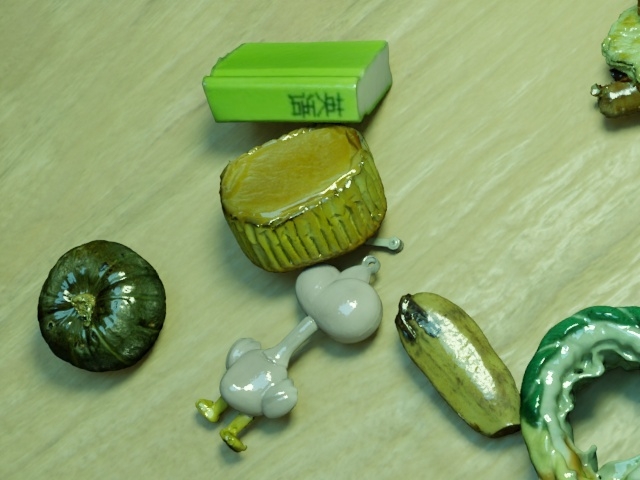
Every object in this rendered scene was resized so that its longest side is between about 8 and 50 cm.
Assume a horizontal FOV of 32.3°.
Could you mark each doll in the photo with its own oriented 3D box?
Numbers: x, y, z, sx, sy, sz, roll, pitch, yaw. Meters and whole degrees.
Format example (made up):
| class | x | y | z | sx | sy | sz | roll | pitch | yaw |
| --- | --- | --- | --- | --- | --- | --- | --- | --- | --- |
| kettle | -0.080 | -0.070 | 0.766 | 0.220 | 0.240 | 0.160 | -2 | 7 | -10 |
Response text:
| class | x | y | z | sx | sy | sz | roll | pitch | yaw |
| --- | --- | --- | --- | --- | --- | --- | --- | --- | --- |
| doll | -0.039 | 0.158 | 1.706 | 0.365 | 0.094 | 0.160 | -44 | 50 | -4 |

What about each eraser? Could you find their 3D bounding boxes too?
| class | x | y | z | sx | sy | sz | roll | pitch | yaw |
| --- | --- | --- | --- | --- | --- | --- | --- | --- | --- |
| eraser | -0.037 | -0.265 | 1.841 | 0.274 | 0.092 | 0.210 | 3 | 28 | 19 |

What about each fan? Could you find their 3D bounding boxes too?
| class | x | y | z | sx | sy | sz | roll | pitch | yaw |
| --- | --- | --- | --- | --- | --- | --- | --- | --- | --- |
| fan | 0.000 | 0.000 | 1.804 | 0.282 | 0.023 | 0.057 | 7 | 64 | 25 |

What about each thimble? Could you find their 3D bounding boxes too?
| class | x | y | z | sx | sy | sz | roll | pitch | yaw |
| --- | --- | --- | --- | --- | --- | --- | --- | --- | --- |
| thimble | 0.391 | 0.236 | 1.467 | 0.254 | 0.167 | 0.288 | 20 | 74 | 27 |

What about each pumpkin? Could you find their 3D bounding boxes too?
| class | x | y | z | sx | sy | sz | roll | pitch | yaw |
| --- | --- | --- | --- | --- | --- | --- | --- | --- | --- |
| pumpkin | -0.360 | 0.107 | 1.813 | 0.224 | 0.157 | 0.223 | -4 | 77 | 19 |

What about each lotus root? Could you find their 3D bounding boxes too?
| class | x | y | z | sx | sy | sz | roll | pitch | yaw |
| --- | --- | --- | --- | --- | --- | --- | --- | --- | --- |
| lotus root | 0.201 | 0.179 | 1.606 | 0.258 | 0.097 | 0.110 | 54 | 128 | 22 |

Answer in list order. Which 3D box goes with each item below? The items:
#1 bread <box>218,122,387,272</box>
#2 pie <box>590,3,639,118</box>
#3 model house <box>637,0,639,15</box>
| class | x | y | z | sx | sy | sz | roll | pitch | yaw |
| --- | --- | --- | --- | --- | --- | --- | --- | --- | --- |
| bread | -0.026 | -0.070 | 1.752 | 0.253 | 0.142 | 0.227 | -18 | 36 | 1 |
| pie | 0.565 | -0.284 | 1.674 | 0.274 | 0.105 | 0.257 | 11 | 62 | 24 |
| model house | 0.616 | -0.440 | 1.647 | 0.326 | 0.169 | 0.244 | -27 | 40 | -12 |
